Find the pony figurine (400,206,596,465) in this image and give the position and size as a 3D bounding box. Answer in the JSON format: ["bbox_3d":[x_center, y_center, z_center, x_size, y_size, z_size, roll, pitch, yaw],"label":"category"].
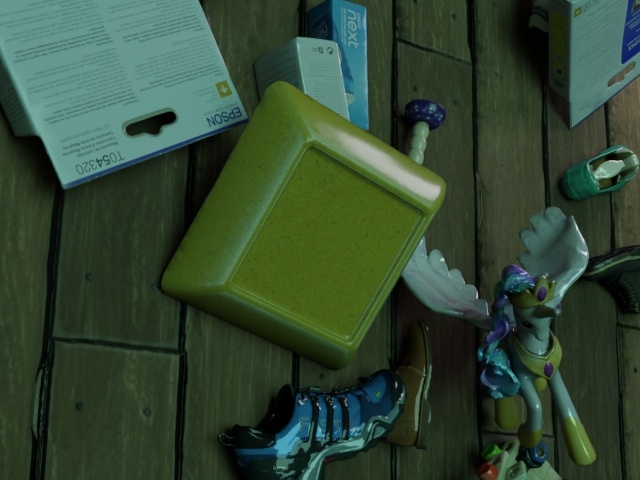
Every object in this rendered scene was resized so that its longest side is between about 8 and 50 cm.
[{"bbox_3d":[0.308,0.130,1.596,0.303,0.351,0.363,-18,123,-4],"label":"pony figurine"}]

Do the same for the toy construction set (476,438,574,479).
[{"bbox_3d":[0.331,0.445,1.639,0.215,0.151,0.327,-51,121,-34],"label":"toy construction set"}]

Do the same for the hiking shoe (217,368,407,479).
[{"bbox_3d":[0.005,0.248,1.443,0.304,0.113,0.132,-32,100,-38],"label":"hiking shoe"}]

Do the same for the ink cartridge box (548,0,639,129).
[{"bbox_3d":[0.557,-0.412,1.949,0.304,0.072,0.307,-37,145,-19],"label":"ink cartridge box"}]

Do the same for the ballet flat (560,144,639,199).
[{"bbox_3d":[0.568,-0.135,1.988,0.247,0.087,0.083,-22,93,-39],"label":"ballet flat"}]

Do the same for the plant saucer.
[{"bbox_3d":[0.000,0.000,1.422,0.333,0.081,0.332,28,93,-30],"label":"plant saucer"}]

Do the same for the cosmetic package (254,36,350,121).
[{"bbox_3d":[-0.021,-0.172,1.522,0.086,0.117,0.231,-2,79,-38],"label":"cosmetic package"}]

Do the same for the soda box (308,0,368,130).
[{"bbox_3d":[0.027,-0.270,1.614,0.071,0.067,0.210,9,73,-36],"label":"soda box"}]

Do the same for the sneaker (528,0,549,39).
[{"bbox_3d":[0.498,-0.435,2.011,0.296,0.112,0.131,11,107,-47],"label":"sneaker"}]

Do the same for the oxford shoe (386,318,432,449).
[{"bbox_3d":[0.135,0.216,1.585,0.076,0.076,0.212,5,59,4],"label":"oxford shoe"}]

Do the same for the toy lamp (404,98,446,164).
[{"bbox_3d":[0.144,-0.096,1.659,0.080,0.080,0.274,31,60,-29],"label":"toy lamp"}]

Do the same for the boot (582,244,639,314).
[{"bbox_3d":[0.574,0.090,1.952,0.198,0.077,0.137,-13,93,-38],"label":"boot"}]

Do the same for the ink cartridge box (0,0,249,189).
[{"bbox_3d":[-0.289,-0.259,1.364,0.324,0.071,0.330,-26,97,-41],"label":"ink cartridge box"}]
